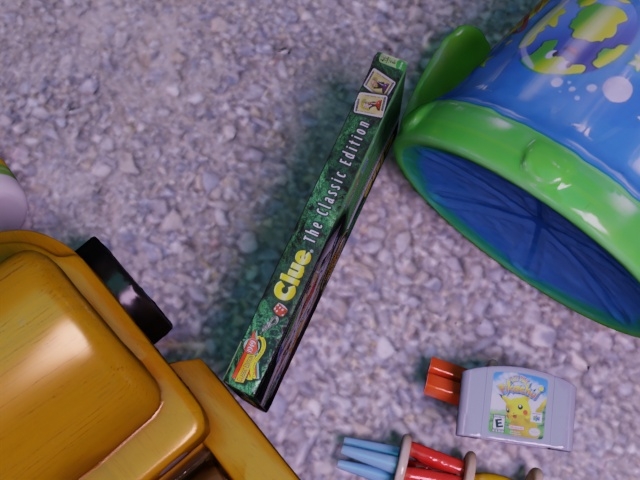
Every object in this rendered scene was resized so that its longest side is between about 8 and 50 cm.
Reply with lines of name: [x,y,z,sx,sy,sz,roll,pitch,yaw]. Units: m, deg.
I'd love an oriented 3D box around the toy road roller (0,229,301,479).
toy road roller: [-0.157,0.142,0.614,0.202,0.240,0.329,-39,79,-9]

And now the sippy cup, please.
sippy cup: [0.208,-0.086,0.668,0.306,0.240,0.224,35,83,12]

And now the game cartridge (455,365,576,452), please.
game cartridge: [0.142,0.119,0.682,0.083,0.017,0.055,7,70,3]

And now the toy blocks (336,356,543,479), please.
toy blocks: [0.096,0.144,0.712,0.148,0.054,0.123,15,77,4]

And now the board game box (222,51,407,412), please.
board game box: [0.000,0.000,0.707,0.030,0.136,0.259,23,76,9]

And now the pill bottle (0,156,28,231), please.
pill bottle: [-0.347,-0.088,0.727,0.136,0.136,0.245,-36,78,-9]
